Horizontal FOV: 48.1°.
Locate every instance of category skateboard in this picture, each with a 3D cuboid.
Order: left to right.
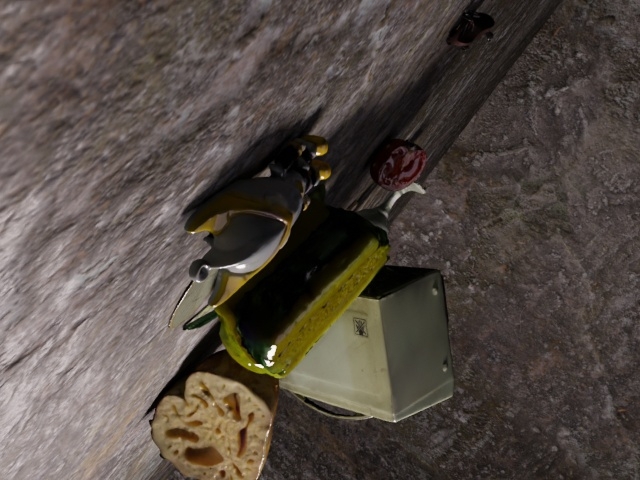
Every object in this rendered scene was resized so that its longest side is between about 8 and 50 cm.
[{"bbox_3d":[0.327,-0.461,1.545,0.151,0.067,0.080,-38,157,-42],"label":"skateboard"}]

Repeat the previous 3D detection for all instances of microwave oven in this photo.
[{"bbox_3d":[0.092,0.221,1.694,0.247,0.333,0.394,-17,-165,-41],"label":"microwave oven"}]

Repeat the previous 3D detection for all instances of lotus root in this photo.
[{"bbox_3d":[-0.238,0.387,1.713,0.316,0.316,0.250,-54,-175,25],"label":"lotus root"}]

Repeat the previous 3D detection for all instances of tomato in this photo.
[{"bbox_3d":[0.186,-0.205,1.841,0.159,0.091,0.139,-1,127,-43],"label":"tomato"}]

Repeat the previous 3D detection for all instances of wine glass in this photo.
[{"bbox_3d":[0.171,-0.068,2.146,0.321,0.143,0.143,-53,172,-2],"label":"wine glass"}]

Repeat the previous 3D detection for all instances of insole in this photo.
[{"bbox_3d":[-0.171,0.033,1.215,0.348,0.009,0.119,-54,171,26],"label":"insole"}]

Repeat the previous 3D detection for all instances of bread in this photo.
[{"bbox_3d":[-0.044,0.080,1.392,0.376,0.208,0.251,-50,155,-21],"label":"bread"}]

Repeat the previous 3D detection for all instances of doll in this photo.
[{"bbox_3d":[-0.084,-0.039,1.047,0.316,0.103,0.145,-51,170,-39],"label":"doll"}]

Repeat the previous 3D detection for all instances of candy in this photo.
[{"bbox_3d":[-0.161,0.116,1.478,0.323,0.097,0.097,-31,161,-46],"label":"candy"}]

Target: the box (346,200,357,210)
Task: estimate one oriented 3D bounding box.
[{"bbox_3d":[0.081,-0.079,2.113,0.046,0.012,0.083,-45,172,-34],"label":"box"}]
